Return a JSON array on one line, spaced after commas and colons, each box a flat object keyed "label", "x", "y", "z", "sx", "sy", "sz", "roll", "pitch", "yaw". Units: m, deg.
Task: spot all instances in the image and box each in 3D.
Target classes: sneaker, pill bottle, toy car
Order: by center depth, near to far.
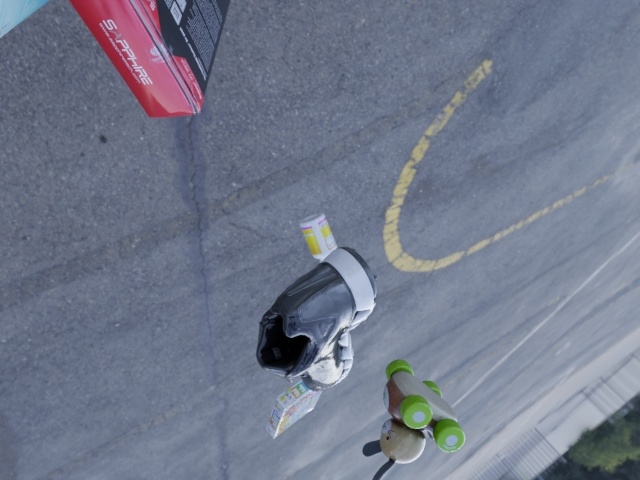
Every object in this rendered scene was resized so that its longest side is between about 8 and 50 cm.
[{"label": "sneaker", "x": -0.018, "y": 0.100, "z": 0.502, "sx": 0.106, "sy": 0.078, "sz": 0.234, "roll": -26, "pitch": 152, "yaw": -25}, {"label": "pill bottle", "x": 0.000, "y": 0.000, "z": 0.827, "sx": 0.043, "sy": 0.043, "sz": 0.083, "roll": -28, "pitch": 107, "yaw": -20}, {"label": "toy car", "x": 0.141, "y": 0.345, "z": 0.925, "sx": 0.188, "sy": 0.149, "sz": 0.155, "roll": -50, "pitch": -168, "yaw": 9}]

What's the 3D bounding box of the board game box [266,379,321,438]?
[{"label": "board game box", "x": -0.045, "y": 0.303, "z": 0.943, "sx": 0.103, "sy": 0.026, "sz": 0.154, "roll": -29, "pitch": 153, "yaw": -31}]

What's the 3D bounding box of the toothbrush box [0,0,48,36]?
[{"label": "toothbrush box", "x": -0.451, "y": -0.329, "z": 0.560, "sx": 0.216, "sy": 0.295, "sz": 0.126, "roll": 39, "pitch": 143, "yaw": -22}]

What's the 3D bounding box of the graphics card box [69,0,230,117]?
[{"label": "graphics card box", "x": -0.223, "y": -0.390, "z": 0.733, "sx": 0.094, "sy": 0.370, "sz": 0.232, "roll": -3, "pitch": 148, "yaw": 14}]
